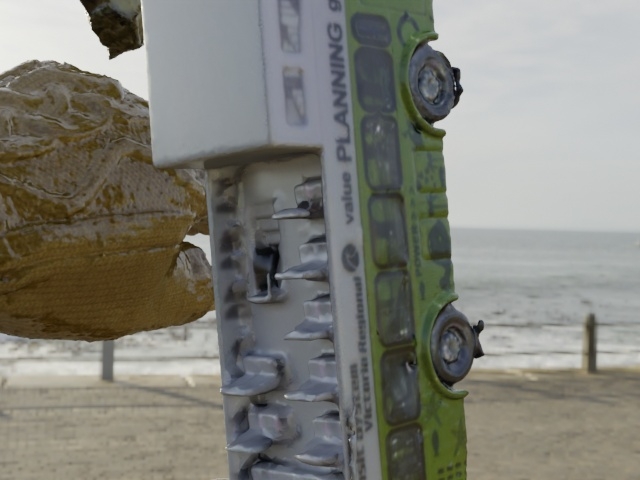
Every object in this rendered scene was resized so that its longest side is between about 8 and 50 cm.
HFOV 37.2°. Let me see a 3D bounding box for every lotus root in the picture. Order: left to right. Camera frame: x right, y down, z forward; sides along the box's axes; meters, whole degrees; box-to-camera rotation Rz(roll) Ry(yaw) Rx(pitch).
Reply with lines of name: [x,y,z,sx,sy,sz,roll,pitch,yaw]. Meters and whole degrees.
lotus root: [-0.159,-0.224,0.796,0.070,0.144,0.143,-14,-34,6]

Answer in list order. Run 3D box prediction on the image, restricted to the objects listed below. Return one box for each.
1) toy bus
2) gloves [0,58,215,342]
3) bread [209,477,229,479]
toy bus: [0.000,0.000,0.487,0.113,0.301,0.139,-5,0,44]
gloves: [-0.161,-0.029,0.678,0.203,0.155,0.356,48,16,13]
bread: [-0.081,0.313,0.798,0.156,0.158,0.260,-4,45,8]
